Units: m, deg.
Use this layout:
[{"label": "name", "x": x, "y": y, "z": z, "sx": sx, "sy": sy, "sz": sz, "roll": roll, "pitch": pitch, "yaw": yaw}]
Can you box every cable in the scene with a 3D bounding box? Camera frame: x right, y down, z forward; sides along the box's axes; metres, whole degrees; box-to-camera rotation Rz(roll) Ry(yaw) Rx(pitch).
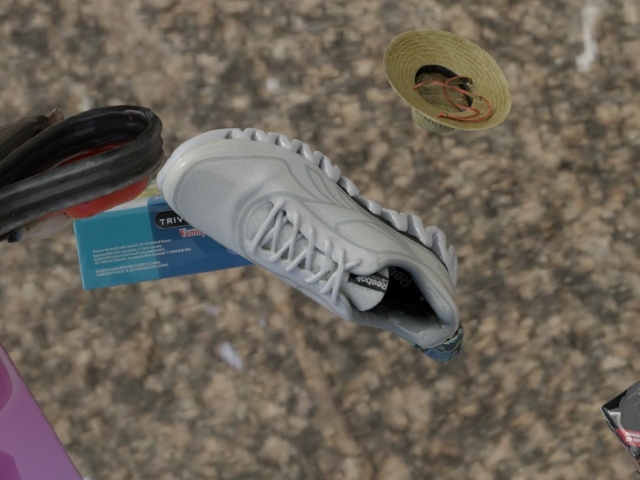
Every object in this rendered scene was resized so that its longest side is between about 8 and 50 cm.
[{"label": "cable", "x": -0.174, "y": 0.001, "z": 0.856, "sx": 0.139, "sy": 0.287, "sz": 0.072, "roll": -3, "pitch": 116, "yaw": 27}]

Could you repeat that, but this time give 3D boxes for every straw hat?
[{"label": "straw hat", "x": 0.121, "y": -0.145, "z": 1.697, "sx": 0.144, "sy": 0.144, "sz": 0.061, "roll": 45, "pitch": 141, "yaw": 21}]

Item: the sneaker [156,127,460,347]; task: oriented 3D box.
[{"label": "sneaker", "x": 0.000, "y": 0.000, "z": 1.397, "sx": 0.110, "sy": 0.292, "sz": 0.118, "roll": -56, "pitch": 22, "yaw": 23}]

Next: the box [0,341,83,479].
[{"label": "box", "x": -0.273, "y": 0.109, "z": 0.892, "sx": 0.243, "sy": 0.213, "sz": 0.117, "roll": 63, "pitch": 159, "yaw": -14}]

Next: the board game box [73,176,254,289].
[{"label": "board game box", "x": -0.111, "y": -0.027, "z": 1.739, "sx": 0.254, "sy": 0.336, "sz": 0.079, "roll": -8, "pitch": 97, "yaw": -1}]

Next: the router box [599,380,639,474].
[{"label": "router box", "x": 0.229, "y": 0.093, "z": 0.966, "sx": 0.122, "sy": 0.092, "sz": 0.038, "roll": -34, "pitch": 59, "yaw": 5}]

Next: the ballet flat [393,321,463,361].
[{"label": "ballet flat", "x": 0.099, "y": 0.083, "z": 2.090, "sx": 0.188, "sy": 0.070, "sz": 0.070, "roll": 28, "pitch": 117, "yaw": 1}]
